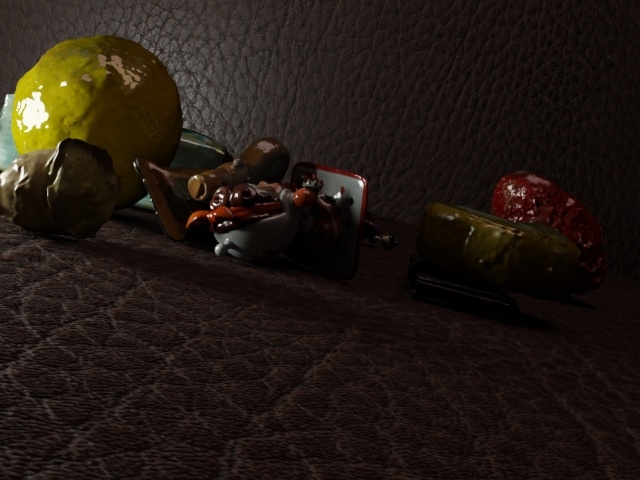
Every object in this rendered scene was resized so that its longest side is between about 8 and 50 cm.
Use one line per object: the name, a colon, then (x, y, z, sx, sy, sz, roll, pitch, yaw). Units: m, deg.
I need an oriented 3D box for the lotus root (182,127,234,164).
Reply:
lotus root: (-0.337, -0.184, 2.368, 0.275, 0.160, 0.152, 11, 16, -34)

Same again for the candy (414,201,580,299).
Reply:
candy: (0.274, 0.015, 1.629, 0.260, 0.118, 0.260, 15, 4, -1)

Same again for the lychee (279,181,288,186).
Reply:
lychee: (-0.074, -0.045, 1.793, 0.114, 0.114, 0.146, 13, 27, -8)

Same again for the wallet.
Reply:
wallet: (0.224, 0.071, 1.671, 0.169, 0.044, 0.317, 17, 7, 2)

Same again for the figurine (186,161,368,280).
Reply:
figurine: (-0.080, -0.032, 1.500, 0.226, 0.160, 0.183, 0, 12, -39)

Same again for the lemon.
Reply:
lemon: (-0.351, -0.182, 1.630, 0.268, 0.268, 0.322, 14, 32, 2)

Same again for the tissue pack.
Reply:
tissue pack: (-0.374, -0.157, 1.920, 0.388, 0.162, 0.287, 14, 5, -5)

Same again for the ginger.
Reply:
ginger: (-0.327, -0.057, 1.287, 0.122, 0.115, 0.193, -1, -10, 13)

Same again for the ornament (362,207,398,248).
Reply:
ornament: (0.099, -0.025, 2.296, 0.203, 0.088, 0.081, 24, 20, -26)

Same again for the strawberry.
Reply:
strawberry: (0.472, -0.007, 2.180, 0.261, 0.258, 0.261, 6, 0, 0)

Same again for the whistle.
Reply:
whistle: (-0.120, -0.101, 1.572, 0.057, 0.107, 0.220, 40, 33, 18)

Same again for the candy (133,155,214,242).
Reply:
candy: (-0.190, -0.058, 1.602, 0.143, 0.101, 0.271, 62, 20, 13)
